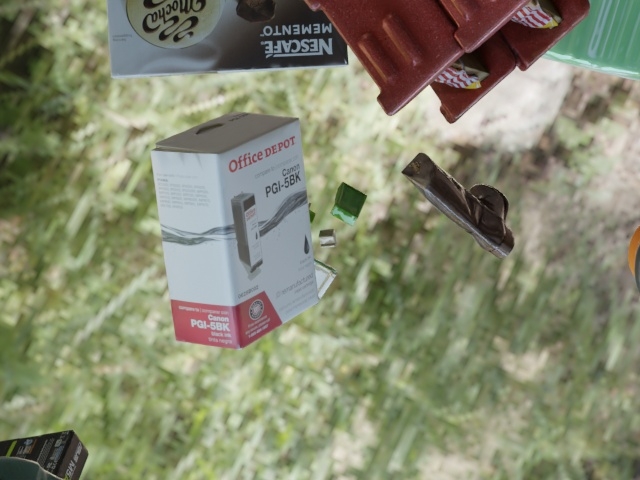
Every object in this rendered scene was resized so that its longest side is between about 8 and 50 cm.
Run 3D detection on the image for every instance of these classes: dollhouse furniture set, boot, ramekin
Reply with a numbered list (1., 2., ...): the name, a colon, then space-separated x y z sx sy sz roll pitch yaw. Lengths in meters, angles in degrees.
1. dollhouse furniture set: 0.000 0.000 2.058 0.076 0.058 0.151 29 123 -5
2. dollhouse furniture set: 0.037 -0.284 1.277 0.374 0.152 0.201 56 -163 11
3. boot: 0.110 -0.045 1.369 0.114 0.037 0.106 35 -163 -26
4. ramekin: 0.290 -0.292 1.944 0.303 0.148 0.303 14 -170 -2

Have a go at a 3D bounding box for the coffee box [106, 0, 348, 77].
1. coffee box: -0.117 -0.293 2.045 0.297 0.168 0.119 -3 -175 -4

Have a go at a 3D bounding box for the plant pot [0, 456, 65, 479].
1. plant pot: -0.347 0.350 1.386 0.341 0.341 0.334 36 136 -29

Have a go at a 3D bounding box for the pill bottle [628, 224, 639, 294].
1. pill bottle: 0.383 0.035 1.550 0.130 0.130 0.246 32 -178 -19

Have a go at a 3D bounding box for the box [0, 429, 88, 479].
1. box: -0.366 0.300 1.793 0.184 0.190 0.045 -14 126 23

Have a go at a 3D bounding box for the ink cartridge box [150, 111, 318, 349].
1. ink cartridge box: -0.055 -0.009 1.081 0.056 0.099 0.135 6 111 33
